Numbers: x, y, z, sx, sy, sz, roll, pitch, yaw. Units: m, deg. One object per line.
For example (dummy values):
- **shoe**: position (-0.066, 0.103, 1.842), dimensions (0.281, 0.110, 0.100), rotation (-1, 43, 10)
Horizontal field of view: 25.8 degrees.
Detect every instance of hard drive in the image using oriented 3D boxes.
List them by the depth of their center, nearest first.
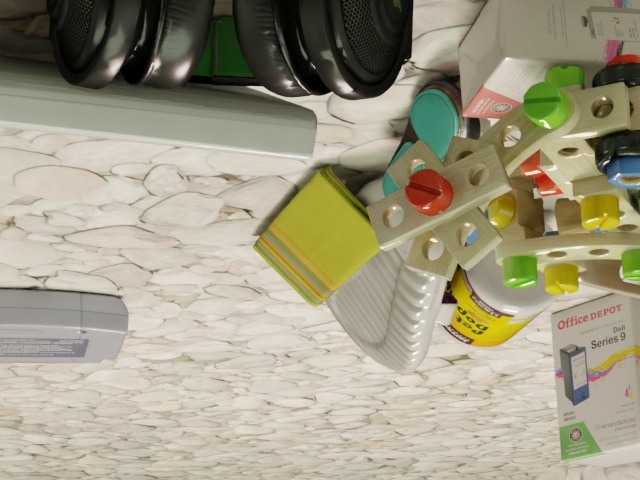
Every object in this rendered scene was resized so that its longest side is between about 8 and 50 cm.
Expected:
- **hard drive**: position (-0.180, -0.106, 1.046), dimensions (0.308, 0.040, 0.203), rotation (4, -170, -21)

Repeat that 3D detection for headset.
- **headset**: position (-0.055, -0.184, 0.885), dimensions (0.243, 0.185, 0.394), rotation (2, 177, -2)

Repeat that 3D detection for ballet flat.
- **ballet flat**: position (0.109, -0.091, 1.245), dimensions (0.074, 0.074, 0.203), rotation (1, 155, -12)

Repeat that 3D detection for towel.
- **towel**: position (0.000, 0.000, 1.469), dimensions (0.102, 0.021, 0.237), rotation (44, 154, 0)

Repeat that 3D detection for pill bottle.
- **pill bottle**: position (0.195, 0.054, 1.598), dimensions (0.117, 0.117, 0.215), rotation (1, 161, -10)

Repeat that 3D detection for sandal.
- **sandal**: position (0.094, 0.040, 1.542), dimensions (0.102, 0.169, 0.416), rotation (-33, 170, -16)

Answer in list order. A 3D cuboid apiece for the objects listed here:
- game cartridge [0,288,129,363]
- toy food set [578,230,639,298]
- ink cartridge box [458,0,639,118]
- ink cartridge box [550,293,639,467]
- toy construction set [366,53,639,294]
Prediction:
- **game cartridge**: position (-0.400, 0.112, 1.798), dimensions (0.294, 0.060, 0.196), rotation (2, 165, -14)
- **toy food set**: position (0.467, 0.015, 1.559), dimensions (0.220, 0.092, 0.306), rotation (12, 156, -39)
- **ink cartridge box**: position (0.219, -0.141, 1.091), dimensions (0.198, 0.067, 0.115), rotation (3, 161, -11)
- **ink cartridge box**: position (0.399, 0.188, 1.887), dimensions (0.093, 0.212, 0.154), rotation (14, 156, -34)
- **toy construction set**: position (0.173, -0.043, 1.072), dimensions (0.215, 0.151, 0.328), rotation (-9, 172, 27)
